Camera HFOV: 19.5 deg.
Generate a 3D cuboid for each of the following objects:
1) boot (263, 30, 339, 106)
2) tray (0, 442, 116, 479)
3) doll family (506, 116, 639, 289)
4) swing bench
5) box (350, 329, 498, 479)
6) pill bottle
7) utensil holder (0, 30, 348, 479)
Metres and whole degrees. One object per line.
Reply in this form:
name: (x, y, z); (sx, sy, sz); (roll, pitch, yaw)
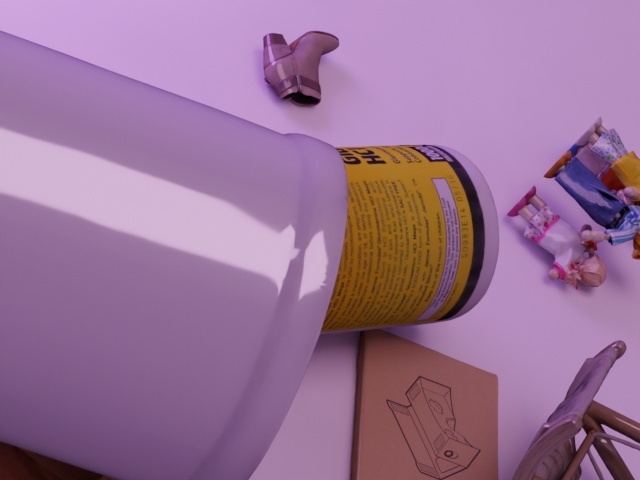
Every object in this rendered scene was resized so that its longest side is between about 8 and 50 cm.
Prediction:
boot: (-0.017, -0.194, 2.124); (0.118, 0.042, 0.087); (-3, 64, -35)
tray: (-0.362, 0.117, 1.600); (0.411, 0.076, 0.203); (36, 43, -3)
doll family: (0.347, -0.047, 2.190); (0.163, 0.118, 0.263); (44, 43, 4)
swing bench: (0.303, 0.264, 1.828); (0.254, 0.165, 0.253); (43, 24, 5)
box: (0.109, 0.194, 1.899); (0.164, 0.021, 0.201); (22, 45, -18)
pill bottle: (0.000, 0.000, 1.862); (0.334, 0.188, 0.188); (-4, 58, -37)
utensil holder: (-0.220, 0.011, 1.501); (0.385, 0.327, 0.328); (20, 47, -18)
